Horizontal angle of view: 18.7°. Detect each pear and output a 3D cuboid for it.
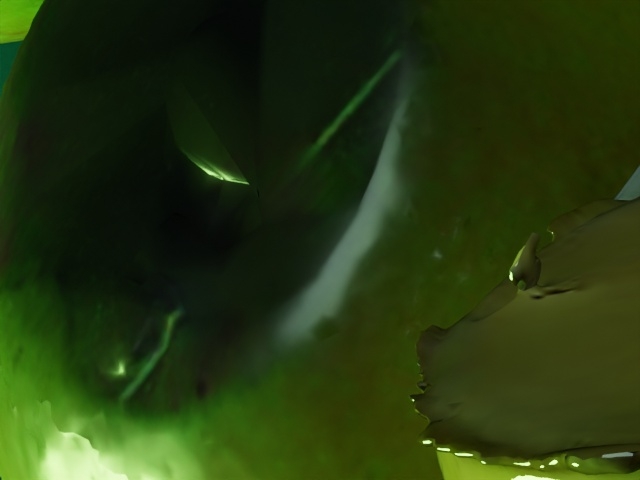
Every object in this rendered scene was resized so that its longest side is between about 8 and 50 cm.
[{"bbox_3d":[0.000,-0.004,0.735,0.399,0.165,0.399,-18,58,31],"label":"pear"}]

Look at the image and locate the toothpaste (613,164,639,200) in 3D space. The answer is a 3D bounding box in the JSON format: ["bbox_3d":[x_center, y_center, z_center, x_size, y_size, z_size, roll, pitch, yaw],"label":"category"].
[{"bbox_3d":[0.205,-0.102,0.652,0.323,0.100,0.066,-56,21,-13],"label":"toothpaste"}]

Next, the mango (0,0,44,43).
[{"bbox_3d":[-0.075,-0.239,0.894,0.382,0.201,0.225,-37,22,15],"label":"mango"}]

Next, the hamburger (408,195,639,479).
[{"bbox_3d":[0.177,0.087,0.498,0.276,0.237,0.276,-21,14,6],"label":"hamburger"}]
